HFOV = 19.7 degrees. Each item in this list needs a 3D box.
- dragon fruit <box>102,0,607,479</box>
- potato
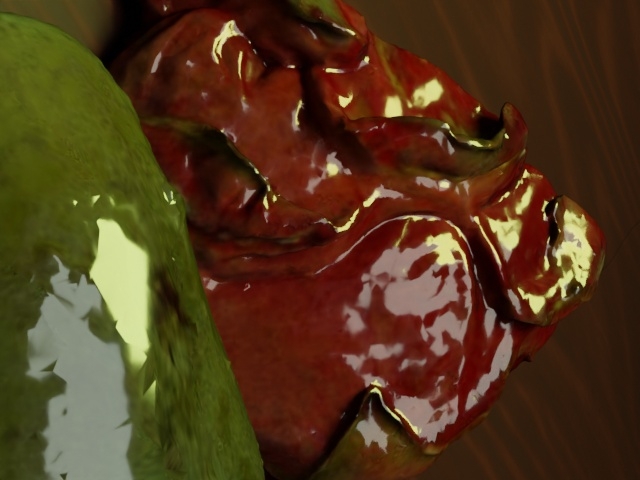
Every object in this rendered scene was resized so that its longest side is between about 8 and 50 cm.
[{"bbox_3d":[0.009,0.001,1.069,0.286,0.228,0.329,-58,145,-41],"label":"dragon fruit"},{"bbox_3d":[-0.144,0.085,0.784,0.270,0.219,0.359,-51,131,-64],"label":"potato"}]
